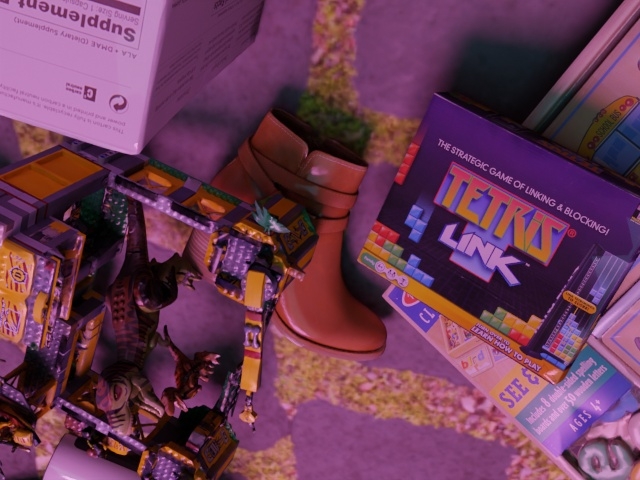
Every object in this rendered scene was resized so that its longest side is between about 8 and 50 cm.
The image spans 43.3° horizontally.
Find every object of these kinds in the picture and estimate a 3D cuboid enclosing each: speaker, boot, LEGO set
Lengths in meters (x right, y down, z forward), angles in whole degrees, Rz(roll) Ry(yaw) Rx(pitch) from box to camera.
[{"bbox_3d":[-0.201,0.242,0.801,0.136,0.055,0.055,23,117,-3],"label":"speaker"},{"bbox_3d":[0.000,0.000,0.646,0.197,0.073,0.152,30,113,-9],"label":"boot"},{"bbox_3d":[-0.161,0.087,0.589,0.255,0.192,0.331,33,120,6],"label":"LEGO set"}]

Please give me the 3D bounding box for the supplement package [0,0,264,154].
[{"bbox_3d":[-0.146,-0.183,0.468,0.204,0.262,0.145,17,116,0],"label":"supplement package"}]

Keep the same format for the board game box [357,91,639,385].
[{"bbox_3d":[0.128,-0.005,0.566,0.170,0.048,0.141,32,114,21],"label":"board game box"}]

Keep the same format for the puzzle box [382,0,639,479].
[{"bbox_3d":[0.259,-0.016,0.549,0.272,0.052,0.409,44,117,16],"label":"puzzle box"}]
